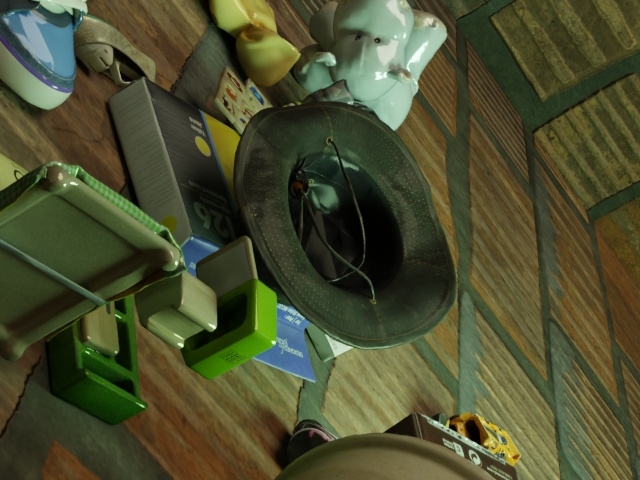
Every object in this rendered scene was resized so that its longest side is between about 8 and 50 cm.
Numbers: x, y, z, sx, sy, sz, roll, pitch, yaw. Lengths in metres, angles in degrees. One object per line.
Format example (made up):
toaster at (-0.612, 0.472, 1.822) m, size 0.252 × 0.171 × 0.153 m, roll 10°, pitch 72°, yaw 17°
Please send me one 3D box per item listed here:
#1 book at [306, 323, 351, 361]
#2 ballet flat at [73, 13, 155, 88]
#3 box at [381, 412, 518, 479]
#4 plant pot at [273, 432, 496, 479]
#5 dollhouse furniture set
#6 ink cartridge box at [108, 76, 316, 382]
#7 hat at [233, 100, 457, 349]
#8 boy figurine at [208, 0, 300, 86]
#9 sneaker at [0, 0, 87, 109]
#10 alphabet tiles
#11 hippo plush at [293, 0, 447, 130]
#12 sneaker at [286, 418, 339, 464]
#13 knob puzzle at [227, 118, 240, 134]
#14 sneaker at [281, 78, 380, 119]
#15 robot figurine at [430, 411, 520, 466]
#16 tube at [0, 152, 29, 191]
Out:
book at (0.018, 0.100, 1.761) m, size 0.096 × 0.035 × 0.144 m, roll 65°, pitch 21°, yaw 5°
ballet flat at (-0.241, -0.210, 1.548) m, size 0.168 × 0.057 × 0.052 m, roll 27°, pitch 48°, yaw -56°
box at (0.088, 0.313, 1.354) m, size 0.168 × 0.203 × 0.167 m, roll 33°, pitch 32°, yaw -36°
plant pot at (-0.019, 0.333, 1.004) m, size 0.305 × 0.334 × 0.333 m, roll -5°, pitch 66°, yaw -56°
dollhouse furniture set at (-0.201, 0.005, 1.135) m, size 0.301 × 0.198 × 0.151 m, roll 39°, pitch 30°, yaw -45°
ink cartridge box at (-0.102, -0.009, 1.580) m, size 0.304 × 0.072 × 0.307 m, roll 30°, pitch 33°, yaw -55°
hat at (0.000, 0.000, 1.530) m, size 0.331 × 0.134 × 0.331 m, roll 25°, pitch 49°, yaw -33°
boy figurine at (-0.116, -0.357, 1.994) m, size 0.177 × 0.092 × 0.285 m, roll 32°, pitch 30°, yaw -56°
sneaker at (-0.267, -0.325, 1.377) m, size 0.130 × 0.236 × 0.322 m, roll 12°, pitch 51°, yaw -64°
alphabet tiles at (-0.056, -0.115, 1.739) m, size 0.237 × 0.009 × 0.198 m, roll 49°, pitch 20°, yaw -20°
hippo plush at (0.050, -0.275, 2.053) m, size 0.236 × 0.234 × 0.294 m, roll 26°, pitch 77°, yaw -74°
sneaker at (0.028, 0.268, 1.505) m, size 0.178 × 0.072 × 0.077 m, roll 60°, pitch 8°, yaw -17°
knob puzzle at (-0.068, -0.134, 1.882) m, size 0.213 × 0.030 × 0.213 m, roll 48°, pitch 23°, yaw -29°
sneaker at (0.051, -0.128, 1.982) m, size 0.300 × 0.121 × 0.111 m, roll 44°, pitch 15°, yaw -55°
robot figurine at (0.242, 0.363, 1.847) m, size 0.211 × 0.085 × 0.291 m, roll 34°, pitch 32°, yaw -51°
tube at (-0.287, -0.049, 1.212) m, size 0.240 × 0.062 × 0.070 m, roll 33°, pitch 47°, yaw -54°
